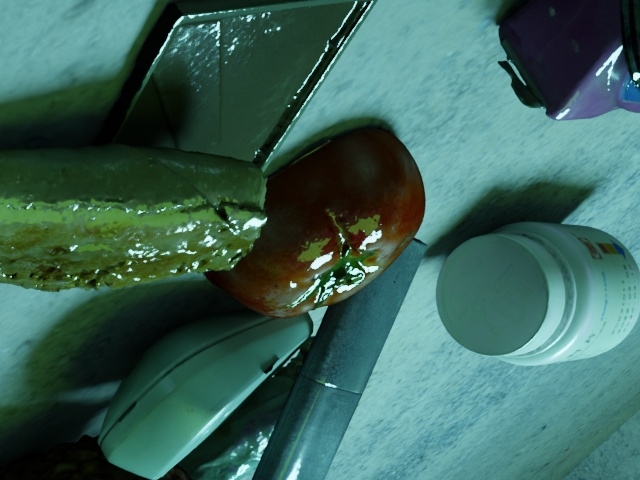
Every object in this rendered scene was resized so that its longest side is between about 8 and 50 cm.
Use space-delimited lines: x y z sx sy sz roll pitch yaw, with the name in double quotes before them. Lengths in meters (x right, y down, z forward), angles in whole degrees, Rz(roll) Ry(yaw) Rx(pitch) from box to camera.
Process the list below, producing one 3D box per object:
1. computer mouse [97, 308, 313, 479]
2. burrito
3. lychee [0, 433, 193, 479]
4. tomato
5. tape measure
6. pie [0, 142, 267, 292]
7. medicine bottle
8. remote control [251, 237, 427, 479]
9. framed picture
"computer mouse" -0.111 0.124 1.368 0.159 0.097 0.288 -48 175 24
"burrito" -0.077 0.197 1.551 0.229 0.089 0.144 -35 -164 6
"lychee" -0.223 0.295 1.380 0.271 0.236 0.236 4 147 -13
"tomato" 0.003 0.001 1.305 0.225 0.085 0.225 -31 162 -11
"tape measure" 0.293 -0.212 1.223 0.245 0.149 0.231 -5 147 -42
"pie" -0.168 -0.014 0.985 0.282 0.068 0.128 -4 146 -37
"medicine bottle" 0.259 0.061 1.721 0.170 0.170 0.293 -44 158 21
"remote control" 0.002 0.162 1.464 0.107 0.044 0.378 22 92 -61
"framed picture" -0.084 -0.084 1.065 0.192 0.018 0.265 -16 152 -43
